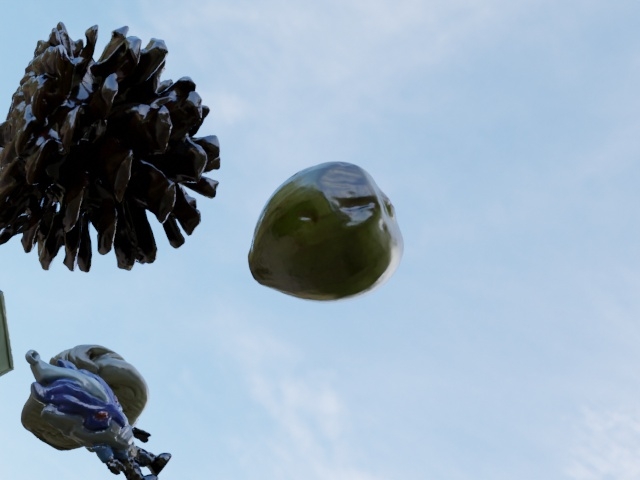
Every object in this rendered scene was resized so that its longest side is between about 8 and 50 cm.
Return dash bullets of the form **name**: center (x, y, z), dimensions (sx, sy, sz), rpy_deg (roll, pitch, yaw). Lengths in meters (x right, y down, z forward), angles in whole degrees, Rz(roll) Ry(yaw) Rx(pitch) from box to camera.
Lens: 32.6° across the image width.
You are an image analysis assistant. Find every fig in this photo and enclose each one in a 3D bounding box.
- **fig**: center (0.000, 0.000, 1.824), dimensions (0.271, 0.239, 0.239), rpy_deg (-32, -80, 14)

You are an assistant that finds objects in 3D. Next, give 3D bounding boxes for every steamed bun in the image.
- **steamed bun**: center (-0.445, 0.301, 2.107), dimensions (0.211, 0.218, 0.144), rpy_deg (27, 11, -11)

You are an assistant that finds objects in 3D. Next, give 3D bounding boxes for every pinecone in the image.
- **pinecone**: center (-0.327, -0.130, 1.651), dimensions (0.398, 0.398, 0.397), rpy_deg (29, -39, 27)

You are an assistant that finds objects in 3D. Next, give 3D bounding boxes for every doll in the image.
- **doll**: center (-0.246, 0.189, 1.171), dimensions (0.195, 0.096, 0.070), rpy_deg (45, -66, -3)

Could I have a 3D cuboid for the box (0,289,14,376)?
- **box**: center (-0.526, 0.150, 1.432), dimensions (0.086, 0.225, 0.129), rpy_deg (23, -54, 34)
